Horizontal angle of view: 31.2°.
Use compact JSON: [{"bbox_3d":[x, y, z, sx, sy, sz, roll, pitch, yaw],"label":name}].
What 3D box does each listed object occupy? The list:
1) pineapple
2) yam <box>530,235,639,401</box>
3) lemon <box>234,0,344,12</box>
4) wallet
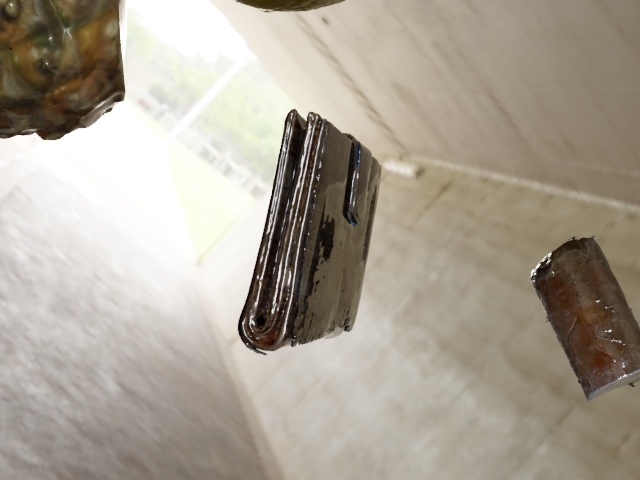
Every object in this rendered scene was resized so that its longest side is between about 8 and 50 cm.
[{"bbox_3d":[-0.243,-0.114,0.518,0.310,0.141,0.170,-1,21,-9],"label":"pineapple"},{"bbox_3d":[0.255,0.073,1.077,0.141,0.079,0.079,68,9,23],"label":"yam"},{"bbox_3d":[-0.034,-0.325,1.123,0.260,0.204,0.204,-1,10,-12],"label":"lemon"},{"bbox_3d":[0.000,0.000,0.661,0.042,0.124,0.230,10,-1,12],"label":"wallet"}]
